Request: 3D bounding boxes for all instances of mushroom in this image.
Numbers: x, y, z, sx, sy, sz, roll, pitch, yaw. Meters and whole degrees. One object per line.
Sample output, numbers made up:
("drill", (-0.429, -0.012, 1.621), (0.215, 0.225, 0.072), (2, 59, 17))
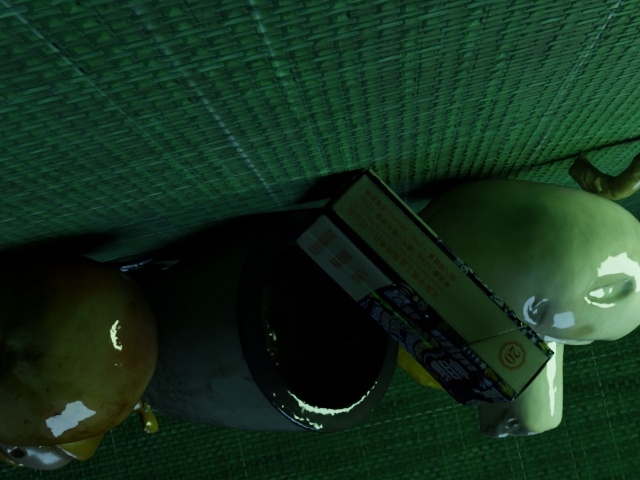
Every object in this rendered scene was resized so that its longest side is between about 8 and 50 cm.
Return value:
("mushroom", (0.301, 0.059, 1.754), (0.353, 0.353, 0.325), (-19, -169, 44))

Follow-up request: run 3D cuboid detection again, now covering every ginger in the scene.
("ginger", (0.481, -0.119, 1.715), (0.288, 0.075, 0.089), (-19, 177, 16))

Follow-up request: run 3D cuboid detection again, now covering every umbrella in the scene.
("umbrella", (-0.354, 0.065, 1.759), (0.269, 0.044, 0.044), (-13, -156, 4))

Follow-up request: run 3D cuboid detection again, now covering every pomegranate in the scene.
("pomegranate", (-0.312, 0.125, 1.533), (0.252, 0.229, 0.270), (-15, 179, 28))

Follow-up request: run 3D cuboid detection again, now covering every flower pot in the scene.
("flower pot", (-0.103, 0.133, 1.766), (0.330, 0.293, 0.294), (-16, 174, 43))

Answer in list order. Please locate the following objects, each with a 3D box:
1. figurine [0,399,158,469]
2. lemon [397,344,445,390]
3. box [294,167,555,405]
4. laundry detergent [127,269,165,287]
("figurine", (-0.395, 0.229, 2.140), (0.401, 0.268, 0.387), (-14, 173, -32))
("lemon", (0.260, 0.117, 2.248), (0.336, 0.336, 0.336), (-13, 174, -1))
("box", (0.118, 0.063, 1.530), (0.084, 0.310, 0.198), (-46, -178, -14))
("laundry detergent", (-0.314, 0.087, 1.882), (0.144, 0.078, 0.222), (-32, 164, 18))
